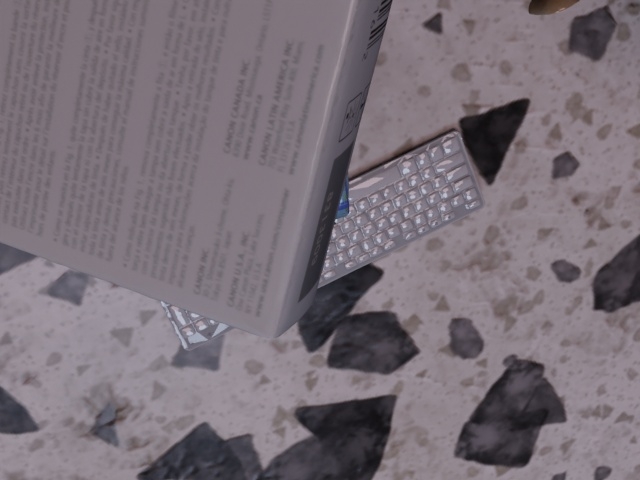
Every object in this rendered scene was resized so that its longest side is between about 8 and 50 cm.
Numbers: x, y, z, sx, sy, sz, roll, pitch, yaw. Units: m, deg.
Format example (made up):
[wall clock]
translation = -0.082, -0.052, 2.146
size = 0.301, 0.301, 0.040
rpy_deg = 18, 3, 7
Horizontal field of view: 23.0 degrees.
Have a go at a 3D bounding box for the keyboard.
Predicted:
[keyboard]
translation = 0.000, 0.000, 1.183
size = 0.256, 0.014, 0.072
rpy_deg = -26, 126, -4

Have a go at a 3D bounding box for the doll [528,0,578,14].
[doll]
translation = 0.141, -0.252, 1.043
size = 0.129, 0.046, 0.189
rpy_deg = -31, 110, -22

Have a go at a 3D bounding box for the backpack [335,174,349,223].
[backpack]
translation = -0.078, -0.071, 1.048
size = 0.173, 0.117, 0.158
rpy_deg = -9, 122, -12

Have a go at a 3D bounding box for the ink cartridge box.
[ink cartridge box]
translation = -0.154, -0.147, 0.929
size = 0.385, 0.091, 0.308
rpy_deg = 20, 116, 12
